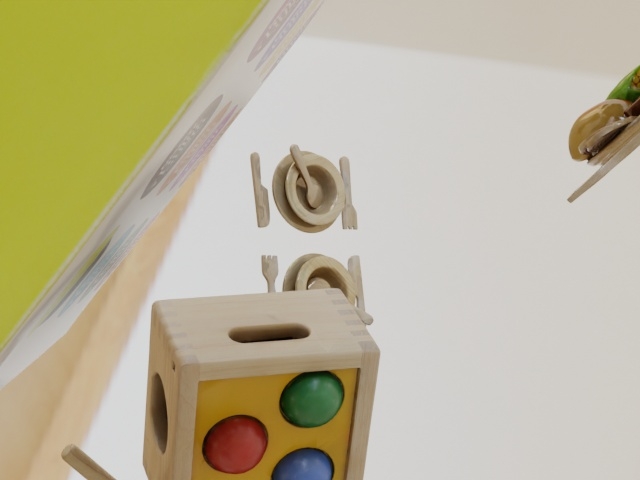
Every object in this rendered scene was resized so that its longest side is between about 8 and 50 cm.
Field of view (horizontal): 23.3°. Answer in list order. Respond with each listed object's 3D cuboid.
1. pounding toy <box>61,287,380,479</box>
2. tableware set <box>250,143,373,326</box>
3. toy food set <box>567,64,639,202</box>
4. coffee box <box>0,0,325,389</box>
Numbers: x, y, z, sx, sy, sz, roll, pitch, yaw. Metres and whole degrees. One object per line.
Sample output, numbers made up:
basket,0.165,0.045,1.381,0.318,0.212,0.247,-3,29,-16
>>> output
pounding toy,-0.068,0.147,0.993,0.094,0.181,0.206,-124,-144,-57
tableware set,0.000,0.000,1.594,0.128,0.039,0.194,0,80,-37
toy food set,0.212,-0.095,1.021,0.132,0.038,0.192,-44,176,24
coffee box,-0.167,-0.166,0.673,0.337,0.338,0.334,-53,-177,2
